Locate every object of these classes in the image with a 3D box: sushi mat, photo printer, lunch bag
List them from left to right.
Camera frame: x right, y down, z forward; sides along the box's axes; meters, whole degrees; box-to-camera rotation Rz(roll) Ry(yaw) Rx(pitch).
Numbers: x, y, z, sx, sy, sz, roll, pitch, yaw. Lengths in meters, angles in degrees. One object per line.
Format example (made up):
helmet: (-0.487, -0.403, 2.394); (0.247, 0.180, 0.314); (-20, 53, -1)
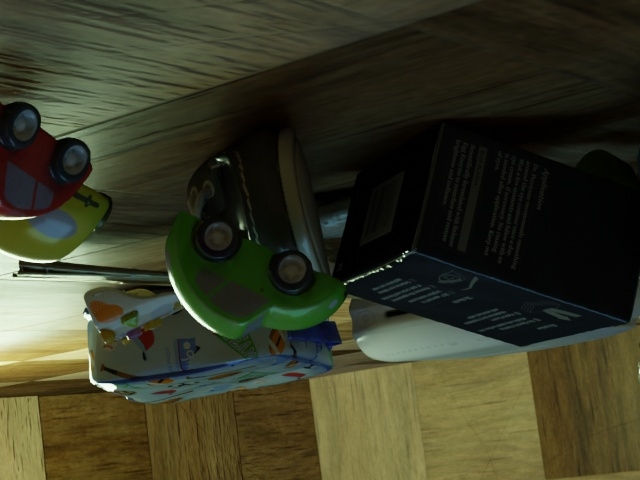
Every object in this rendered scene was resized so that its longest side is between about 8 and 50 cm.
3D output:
sushi mat: (-0.096, 0.033, 1.226); (0.316, 0.019, 0.151); (4, 179, -12)
lunch bag: (-0.112, 0.110, 1.655); (0.243, 0.115, 0.303); (-12, 170, 15)
photo printer: (0.201, 0.077, 1.710); (0.256, 0.107, 0.307); (-13, 171, 33)

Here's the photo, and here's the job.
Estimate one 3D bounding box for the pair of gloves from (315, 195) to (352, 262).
pair of gloves: (0.000, 0.000, 1.222); (0.204, 0.042, 0.240); (-9, 173, 10)

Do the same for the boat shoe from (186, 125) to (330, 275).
boat shoe: (-0.047, 0.001, 0.942); (0.095, 0.112, 0.335); (-12, 175, -1)

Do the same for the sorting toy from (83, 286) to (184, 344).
sorting toy: (-0.137, 0.053, 1.182); (0.075, 0.045, 0.083); (-17, 173, 12)

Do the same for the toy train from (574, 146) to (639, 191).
toy train: (0.238, -0.029, 1.068); (0.143, 0.105, 0.248); (10, 165, -29)

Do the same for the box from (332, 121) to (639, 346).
box: (0.111, 0.002, 0.990); (0.158, 0.093, 0.156); (18, 165, -16)

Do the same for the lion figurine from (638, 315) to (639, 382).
lion figurine: (0.539, 0.094, 1.935); (0.240, 0.142, 0.392); (-5, 166, 7)

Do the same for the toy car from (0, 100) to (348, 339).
toy car: (-0.096, 0.001, 0.748); (0.225, 0.053, 0.239); (24, 171, -1)
